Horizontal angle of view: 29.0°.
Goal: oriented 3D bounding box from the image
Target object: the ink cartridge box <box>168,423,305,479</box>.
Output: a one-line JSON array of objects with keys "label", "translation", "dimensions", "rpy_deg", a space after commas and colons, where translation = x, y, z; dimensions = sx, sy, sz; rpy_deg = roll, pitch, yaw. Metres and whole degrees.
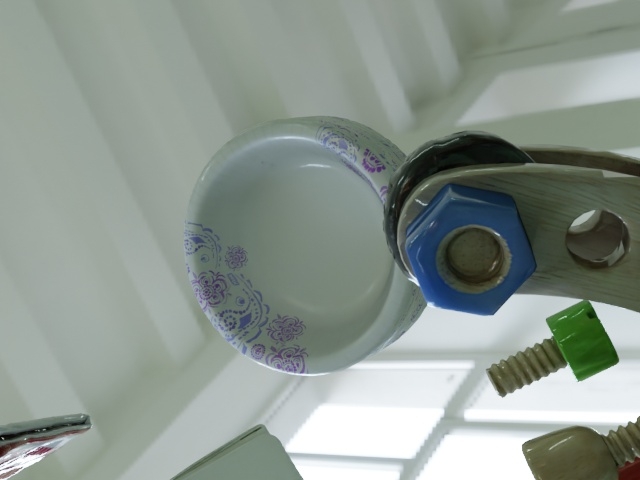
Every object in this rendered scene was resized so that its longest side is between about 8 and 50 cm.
[{"label": "ink cartridge box", "translation": [-0.087, 0.311, 1.092], "dimensions": [0.115, 0.273, 0.198], "rpy_deg": [-26, -104, -36]}]

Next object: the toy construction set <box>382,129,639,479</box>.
[{"label": "toy construction set", "translation": [0.183, 0.043, 0.463], "dimensions": [0.257, 0.237, 0.309], "rpy_deg": [64, -173, 13]}]

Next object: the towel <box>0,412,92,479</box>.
[{"label": "towel", "translation": [-0.401, 0.266, 1.217], "dimensions": [0.037, 0.329, 0.237], "rpy_deg": [61, -173, 8]}]

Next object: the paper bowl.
[{"label": "paper bowl", "translation": [0.000, 0.000, 1.402], "dimensions": [0.148, 0.284, 0.284], "rpy_deg": [-17, -80, -61]}]
